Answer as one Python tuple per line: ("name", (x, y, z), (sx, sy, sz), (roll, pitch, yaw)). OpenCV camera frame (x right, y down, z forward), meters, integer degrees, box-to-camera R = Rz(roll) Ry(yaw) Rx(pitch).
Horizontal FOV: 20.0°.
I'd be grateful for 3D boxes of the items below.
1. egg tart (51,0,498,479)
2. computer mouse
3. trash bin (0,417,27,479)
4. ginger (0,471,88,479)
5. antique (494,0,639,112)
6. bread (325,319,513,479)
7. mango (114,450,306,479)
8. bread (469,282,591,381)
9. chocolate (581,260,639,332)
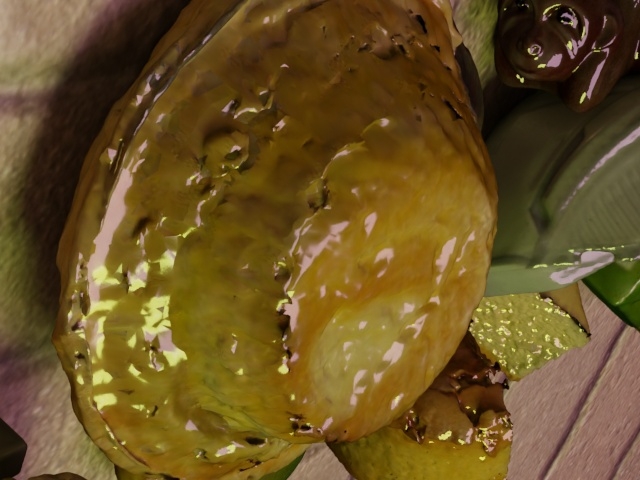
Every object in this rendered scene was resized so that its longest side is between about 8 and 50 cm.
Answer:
("egg tart", (0.000, 0.000, 1.321), (0.443, 0.178, 0.443), (-31, 134, -38))
("computer mouse", (0.279, -0.099, 1.653), (0.429, 0.228, 0.145), (-30, 108, -22))
("trash bin", (-0.267, 0.158, 1.319), (0.092, 0.061, 0.043), (-23, 142, -47))
("ginger", (-0.221, 0.269, 1.368), (0.126, 0.190, 0.354), (-36, -173, -29))
("antique", (0.246, -0.212, 1.571), (0.257, 0.121, 0.143), (-32, 131, -29))
("bread", (0.061, 0.129, 1.598), (0.147, 0.260, 0.160), (-12, 131, -19))
("mango", (-0.087, 0.173, 1.560), (0.156, 0.114, 0.251), (-68, 163, 6))
("bread", (0.173, 0.064, 1.778), (0.152, 0.127, 0.147), (4, 155, -38))
("chocolate", (0.410, -0.043, 2.009), (0.301, 0.137, 0.289), (-51, 152, 4))
